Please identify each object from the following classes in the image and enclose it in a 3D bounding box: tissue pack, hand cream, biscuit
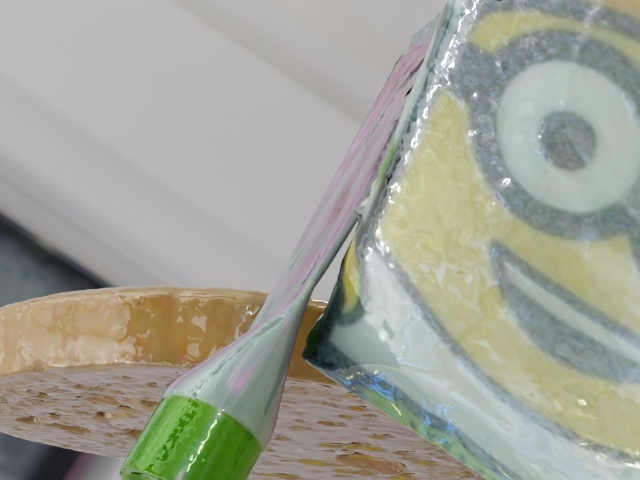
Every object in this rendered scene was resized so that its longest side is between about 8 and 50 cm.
[{"bbox_3d":[0.147,-0.030,0.764,0.128,0.228,0.311,-41,-23,-49],"label":"tissue pack"},{"bbox_3d":[-0.001,-0.001,0.869,0.079,0.050,0.275,0,51,47],"label":"hand cream"},{"bbox_3d":[-0.033,0.090,1.194,0.385,0.365,0.062,-16,62,55],"label":"biscuit"}]
